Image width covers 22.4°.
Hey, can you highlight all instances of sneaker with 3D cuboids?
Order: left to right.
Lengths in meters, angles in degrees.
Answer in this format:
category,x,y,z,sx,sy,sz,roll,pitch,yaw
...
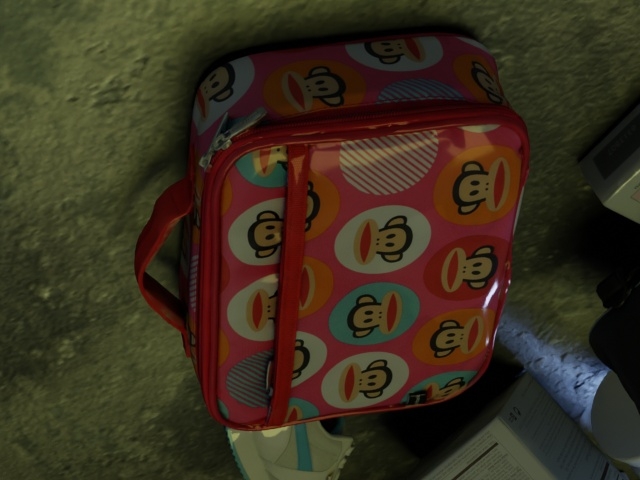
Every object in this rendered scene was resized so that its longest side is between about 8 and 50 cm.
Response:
category,x,y,z,sx,sy,sz,roll,pitch,yaw
sneaker,-0.015,0.180,1.316,0.092,0.087,0.229,-23,140,-3

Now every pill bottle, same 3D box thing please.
category,x,y,z,sx,sy,sz,roll,pitch,yaw
pill bottle,0.345,0.171,1.431,0.221,0.124,0.124,21,123,-36

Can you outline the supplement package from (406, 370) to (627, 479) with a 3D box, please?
category,x,y,z,sx,sy,sz,roll,pitch,yaw
supplement package,0.194,0.256,1.347,0.139,0.244,0.134,-43,177,22

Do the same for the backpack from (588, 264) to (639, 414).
category,x,y,z,sx,sy,sz,roll,pitch,yaw
backpack,0.366,0.062,1.260,0.253,0.191,0.225,-3,140,-52

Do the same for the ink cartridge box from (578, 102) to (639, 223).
category,x,y,z,sx,sy,sz,roll,pitch,yaw
ink cartridge box,0.340,-0.070,1.236,0.232,0.066,0.189,24,121,-35

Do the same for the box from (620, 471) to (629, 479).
category,x,y,z,sx,sy,sz,roll,pitch,yaw
box,0.248,0.347,1.526,0.181,0.182,0.119,-22,136,-2

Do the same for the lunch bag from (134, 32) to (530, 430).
category,x,y,z,sx,sy,sz,roll,pitch,yaw
lunch bag,0.000,0.000,1.123,0.258,0.120,0.293,-6,134,-12
